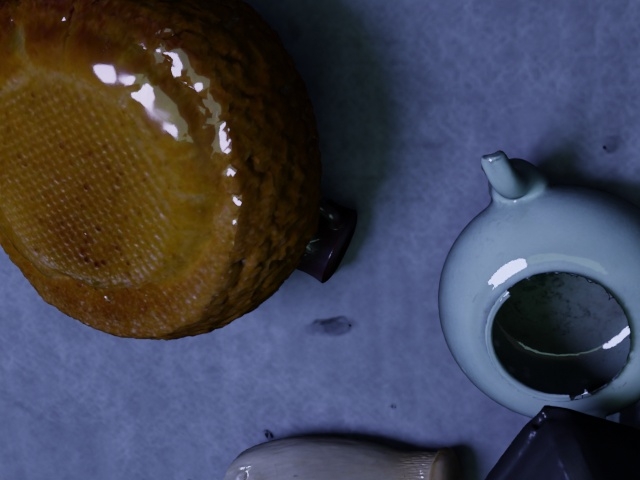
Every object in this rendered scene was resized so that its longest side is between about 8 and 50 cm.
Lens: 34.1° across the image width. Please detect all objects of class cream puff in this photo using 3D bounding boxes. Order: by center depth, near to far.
[{"bbox_3d":[-0.129,-0.071,0.810,0.303,0.212,0.303,10,120,19],"label":"cream puff"}]

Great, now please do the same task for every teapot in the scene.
[{"bbox_3d":[0.187,0.054,0.812,0.193,0.129,0.294,-17,103,20],"label":"teapot"},{"bbox_3d":[0.000,0.000,0.878,0.045,0.068,0.100,27,147,8],"label":"teapot"}]

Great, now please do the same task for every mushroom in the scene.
[{"bbox_3d":[0.004,0.227,0.938,0.246,0.096,0.108,-10,96,16],"label":"mushroom"}]

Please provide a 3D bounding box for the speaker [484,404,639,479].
[{"bbox_3d":[0.293,0.275,0.772,0.388,0.184,0.180,18,116,-26],"label":"speaker"}]
